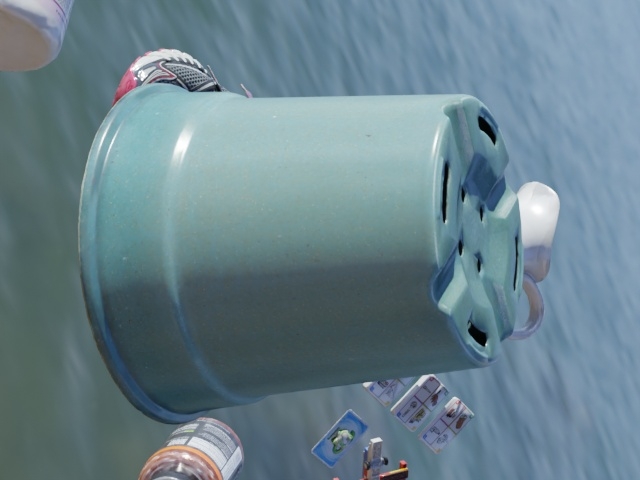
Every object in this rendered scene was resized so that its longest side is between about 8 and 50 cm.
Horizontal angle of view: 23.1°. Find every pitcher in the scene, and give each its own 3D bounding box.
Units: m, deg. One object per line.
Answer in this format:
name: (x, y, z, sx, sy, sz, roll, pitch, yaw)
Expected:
pitcher: (0.163, 0.029, 1.715, 0.207, 0.125, 0.178, -6, 92, -33)

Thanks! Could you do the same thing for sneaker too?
sneaker: (-0.133, -0.148, 1.969, 0.299, 0.121, 0.112, 21, 12, -45)

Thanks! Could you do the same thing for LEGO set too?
LEGO set: (0.069, 0.270, 2.098, 0.182, 0.244, 0.060, 44, -3, -37)

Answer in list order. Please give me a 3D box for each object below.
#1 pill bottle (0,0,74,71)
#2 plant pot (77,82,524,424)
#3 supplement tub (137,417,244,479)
pill bottle: (-0.344, -0.359, 1.780, 0.169, 0.169, 0.302, 45, 49, -53)
plant pot: (0.000, 0.000, 1.498, 0.341, 0.334, 0.341, -5, 90, -65)
supplement tub: (-0.162, 0.291, 1.905, 0.106, 0.106, 0.198, 65, 13, -5)
